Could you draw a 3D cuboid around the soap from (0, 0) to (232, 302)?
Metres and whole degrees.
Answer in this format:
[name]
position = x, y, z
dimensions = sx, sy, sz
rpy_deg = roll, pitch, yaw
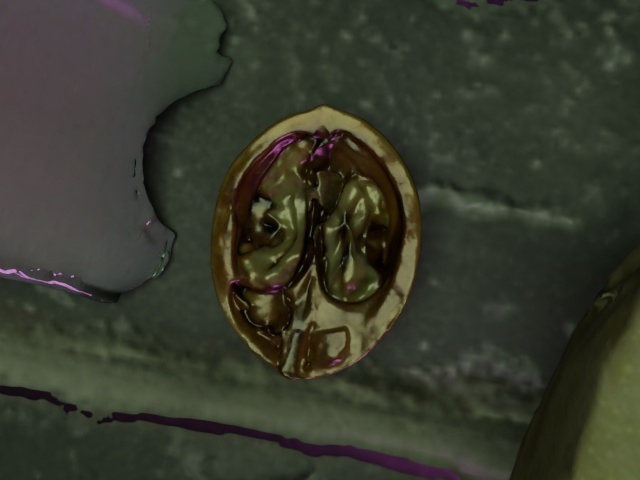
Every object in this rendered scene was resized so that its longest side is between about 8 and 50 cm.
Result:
[soap]
position = -0.207, -0.089, 0.445
dimensions = 0.302, 0.258, 0.159
rpy_deg = 23, 95, 6

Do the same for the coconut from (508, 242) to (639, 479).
[coconut]
position = 0.220, 0.125, 0.355
dimensions = 0.353, 0.352, 0.352
rpy_deg = 0, 93, 8

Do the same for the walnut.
[walnut]
position = 0.000, 0.000, 0.522
dimensions = 0.091, 0.052, 0.121
rpy_deg = 10, 96, 6
